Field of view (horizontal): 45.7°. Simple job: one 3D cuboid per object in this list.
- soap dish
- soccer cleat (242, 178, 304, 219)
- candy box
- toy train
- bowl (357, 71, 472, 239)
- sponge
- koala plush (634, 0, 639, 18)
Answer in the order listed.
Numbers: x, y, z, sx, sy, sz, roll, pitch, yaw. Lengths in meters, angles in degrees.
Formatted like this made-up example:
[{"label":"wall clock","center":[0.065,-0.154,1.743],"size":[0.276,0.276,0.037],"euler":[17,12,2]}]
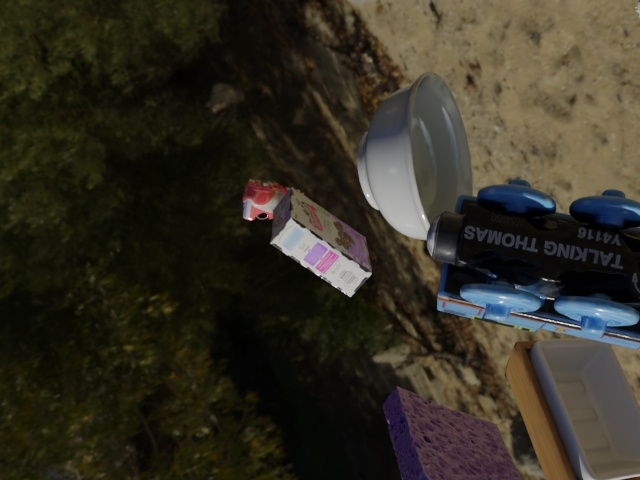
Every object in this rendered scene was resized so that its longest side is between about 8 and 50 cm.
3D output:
[{"label":"soap dish","center":[0.485,0.328,1.422],"size":[0.118,0.229,0.291],"euler":[-49,47,47]},{"label":"soccer cleat","center":[-0.115,-0.090,1.829],"size":[0.083,0.095,0.248],"euler":[19,-175,22]},{"label":"candy box","center":[0.000,0.000,1.500],"size":[0.196,0.070,0.165],"euler":[34,-160,-16]},{"label":"toy train","center":[0.151,0.019,0.423],"size":[0.105,0.184,0.080],"euler":[57,-135,-75]},{"label":"bowl","center":[0.152,-0.130,1.303],"size":[0.298,0.134,0.298],"euler":[18,-111,-60]},{"label":"sponge","center":[0.123,0.209,0.630],"size":[0.117,0.031,0.210],"euler":[25,-159,-16]},{"label":"koala plush","center":[0.613,-0.446,1.227],"size":[0.203,0.196,0.221],"euler":[33,168,-7]}]
